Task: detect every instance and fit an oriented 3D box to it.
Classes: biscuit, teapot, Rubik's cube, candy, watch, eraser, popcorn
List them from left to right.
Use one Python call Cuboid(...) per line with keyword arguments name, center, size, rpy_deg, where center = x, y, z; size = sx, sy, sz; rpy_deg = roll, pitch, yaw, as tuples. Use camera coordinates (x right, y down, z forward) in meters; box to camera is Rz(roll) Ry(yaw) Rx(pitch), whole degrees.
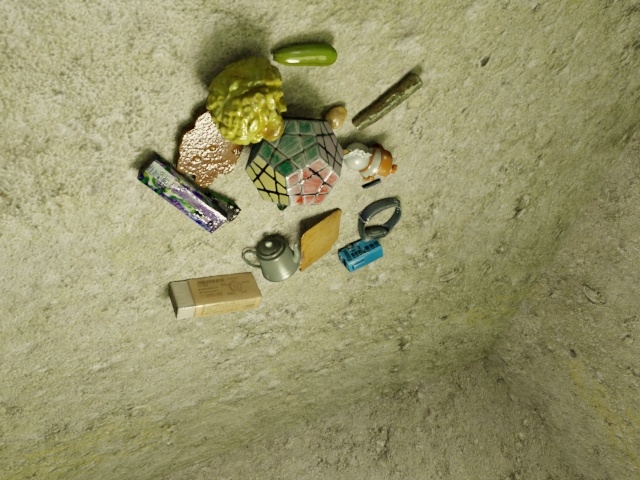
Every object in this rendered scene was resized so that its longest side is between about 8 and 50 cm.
Cuboid(name="candy", center=(-0.430, -0.142, 1.646), size=(0.088, 0.061, 0.312), rpy_deg=(-37, 126, 14))
Cuboid(name="biscuit", center=(-0.342, -0.289, 1.623), size=(0.208, 0.041, 0.291), rpy_deg=(-3, 134, -31))
Cuboid(name="eraser", center=(-0.409, 0.216, 2.045), size=(0.343, 0.144, 0.078), rpy_deg=(-4, 136, -30))
Cuboid(name="popcorn", center=(-0.190, -0.395, 1.483), size=(0.205, 0.237, 0.251), rpy_deg=(-7, -171, 38))
Cuboid(name="teapot", center=(-0.189, 0.058, 2.033), size=(0.239, 0.163, 0.149), rpy_deg=(-10, 135, 15))
Cuboid(name="Rubik's cube", center=(-0.081, -0.254, 1.660), size=(0.263, 0.319, 0.319), rpy_deg=(26, 118, -18))
Cuboid(name="biscuit", center=(0.000, 0.000, 2.133), size=(0.236, 0.013, 0.232), rpy_deg=(-35, 148, -32))
Cuboid(name="watch", center=(0.249, -0.090, 2.231), size=(0.206, 0.068, 0.193), rpy_deg=(-9, 133, -32))

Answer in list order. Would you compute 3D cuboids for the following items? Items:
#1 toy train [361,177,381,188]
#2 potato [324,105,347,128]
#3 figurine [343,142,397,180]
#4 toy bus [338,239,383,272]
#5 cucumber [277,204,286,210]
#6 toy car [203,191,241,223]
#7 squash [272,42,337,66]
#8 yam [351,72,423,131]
Cuboid(name="toy train", center=(0.203, -0.225, 2.089), size=(0.083, 0.017, 0.017), rpy_deg=(-24, 149, -11))
Cuboid(name="potato", center=(0.052, -0.413, 1.753), size=(0.083, 0.062, 0.068), rpy_deg=(-55, 157, -5))
Cuboid(name="figurine", center=(0.163, -0.286, 1.905), size=(0.271, 0.143, 0.143), rpy_deg=(-5, 134, -33))
Cuboid(name="toy bus", center=(0.179, 0.059, 2.310), size=(0.184, 0.106, 0.090), rpy_deg=(-26, 144, -7))
Cuboid(name="cucumber", center=(-0.106, -0.193, 1.879), size=(0.215, 0.058, 0.052), rpy_deg=(-58, 169, 33))
Cuboid(name="toy car", center=(-0.350, -0.120, 1.784), size=(0.071, 0.063, 0.165), rpy_deg=(-46, 140, 16))
Cuboid(name="squash", center=(-0.044, -0.545, 1.537), size=(0.200, 0.066, 0.066), rpy_deg=(-8, 137, -18))
Cuboid(name="yam", center=(0.231, -0.474, 1.806), size=(0.274, 0.061, 0.061), rpy_deg=(-37, 142, 7))
